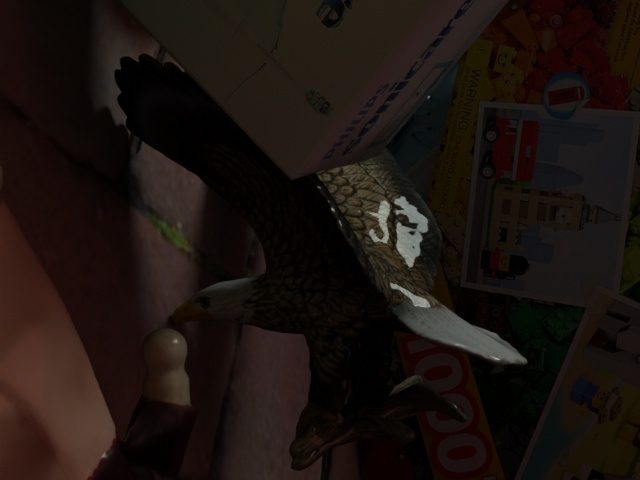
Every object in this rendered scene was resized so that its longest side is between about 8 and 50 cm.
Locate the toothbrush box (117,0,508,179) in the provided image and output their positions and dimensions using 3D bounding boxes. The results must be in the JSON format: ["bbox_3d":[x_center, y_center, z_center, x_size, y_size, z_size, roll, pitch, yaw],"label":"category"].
[{"bbox_3d":[-0.026,-0.216,0.588,0.295,0.216,0.126,46,27,13],"label":"toothbrush box"}]

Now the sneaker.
[{"bbox_3d":[0.119,-0.153,1.114,0.150,0.135,0.366,39,47,0],"label":"sneaker"}]

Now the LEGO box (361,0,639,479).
[{"bbox_3d":[0.288,0.034,0.917,0.193,0.372,0.500,-7,112,-61],"label":"LEGO box"}]

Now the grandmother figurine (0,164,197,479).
[{"bbox_3d":[-0.148,0.124,0.555,0.208,0.104,0.342,-34,120,-29],"label":"grandmother figurine"}]

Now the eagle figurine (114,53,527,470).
[{"bbox_3d":[-0.011,0.002,0.716,0.225,0.226,0.298,-10,85,-22],"label":"eagle figurine"}]
